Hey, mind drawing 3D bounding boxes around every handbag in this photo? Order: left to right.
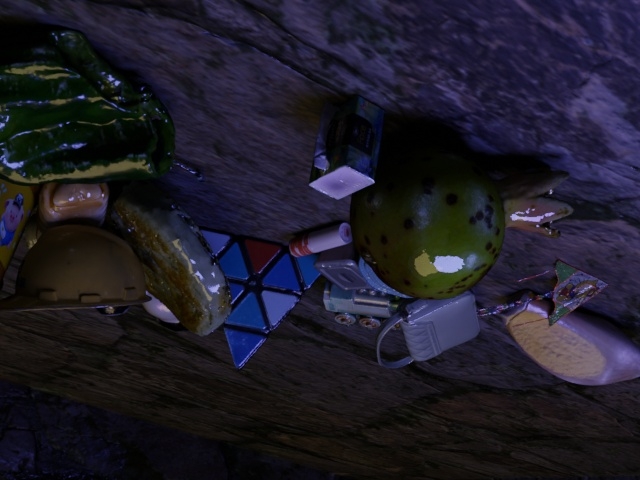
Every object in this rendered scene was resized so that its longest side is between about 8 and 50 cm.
[{"bbox_3d":[0.200,0.168,1.531,0.219,0.079,0.256,-28,150,-2],"label":"handbag"}]

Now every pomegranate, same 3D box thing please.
[{"bbox_3d":[0.180,-0.032,1.097,0.285,0.231,0.231,-11,166,-28],"label":"pomegranate"}]

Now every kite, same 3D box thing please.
[{"bbox_3d":[0.403,0.103,1.425,0.244,0.006,0.198,-12,135,5],"label":"kite"}]

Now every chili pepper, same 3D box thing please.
[{"bbox_3d":[-0.392,-0.163,1.041,0.384,0.168,0.213,8,157,1],"label":"chili pepper"}]

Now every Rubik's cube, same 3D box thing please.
[{"bbox_3d":[-0.104,0.075,1.585,0.249,0.284,0.234,-23,178,-6],"label":"Rubik's cube"}]

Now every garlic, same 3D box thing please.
[{"bbox_3d":[0.491,0.195,1.554,0.318,0.112,0.143,25,129,-16],"label":"garlic"}]

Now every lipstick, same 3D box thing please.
[{"bbox_3d":[0.000,0.000,1.400,0.130,0.038,0.038,-15,146,43],"label":"lipstick"}]

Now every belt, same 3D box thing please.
[{"bbox_3d":[0.139,0.033,1.366,0.147,0.082,0.163,10,153,-1],"label":"belt"}]

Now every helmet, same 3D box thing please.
[{"bbox_3d":[-0.412,0.043,1.320,0.256,0.140,0.205,1,-179,-26],"label":"helmet"}]

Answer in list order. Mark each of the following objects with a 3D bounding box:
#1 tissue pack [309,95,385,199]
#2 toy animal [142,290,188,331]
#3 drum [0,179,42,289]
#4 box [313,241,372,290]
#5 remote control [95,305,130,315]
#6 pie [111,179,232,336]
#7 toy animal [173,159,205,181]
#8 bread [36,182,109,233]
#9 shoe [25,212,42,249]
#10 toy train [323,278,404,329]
[{"bbox_3d":[0.027,-0.125,1.030,0.079,0.111,0.085,26,151,-28],"label":"tissue pack"},{"bbox_3d":[-0.294,0.114,1.662,0.165,0.138,0.179,-16,142,8],"label":"toy animal"},{"bbox_3d":[-0.682,-0.077,1.254,0.430,0.214,0.431,12,154,6],"label":"drum"},{"bbox_3d":[0.053,0.042,1.444,0.089,0.062,0.122,-6,152,31],"label":"box"},{"bbox_3d":[-0.413,0.119,1.584,0.090,0.066,0.266,8,174,-11],"label":"remote control"},{"bbox_3d":[-0.274,0.040,1.397,0.296,0.078,0.371,49,153,1],"label":"pie"},{"bbox_3d":[-0.310,-0.123,1.238,0.252,0.070,0.079,0,-168,-8],"label":"toy animal"},{"bbox_3d":[-0.424,-0.066,1.345,0.119,0.084,0.177,-12,164,-27],"label":"bread"},{"bbox_3d":[-0.456,0.012,1.523,0.125,0.100,0.227,-6,153,27],"label":"shoe"},{"bbox_3d":[0.102,0.125,1.590,0.193,0.081,0.125,5,151,13],"label":"toy train"}]
